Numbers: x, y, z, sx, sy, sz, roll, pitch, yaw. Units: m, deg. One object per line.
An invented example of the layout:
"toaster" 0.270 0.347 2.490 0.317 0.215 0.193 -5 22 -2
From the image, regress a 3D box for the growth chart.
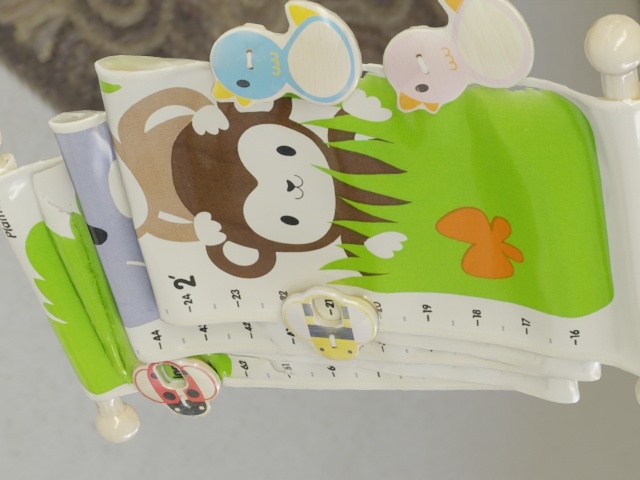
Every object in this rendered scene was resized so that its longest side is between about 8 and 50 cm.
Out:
"growth chart" 0.000 0.000 0.572 0.172 0.237 0.021 64 34 -37
